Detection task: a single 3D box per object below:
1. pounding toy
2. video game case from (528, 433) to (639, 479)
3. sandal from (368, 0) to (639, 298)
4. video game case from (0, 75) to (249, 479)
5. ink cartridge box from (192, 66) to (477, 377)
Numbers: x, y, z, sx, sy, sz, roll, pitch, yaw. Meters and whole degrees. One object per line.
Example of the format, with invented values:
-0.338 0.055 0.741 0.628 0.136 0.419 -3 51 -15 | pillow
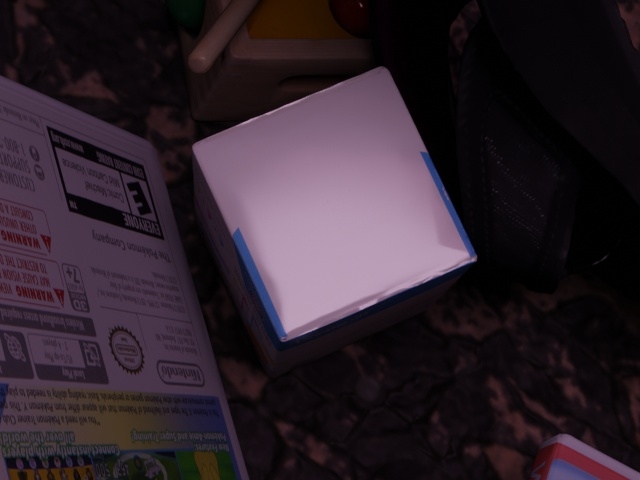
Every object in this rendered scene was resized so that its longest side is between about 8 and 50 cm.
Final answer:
-0.020 -0.121 0.650 0.141 0.100 0.130 -3 71 -24 | pounding toy
0.142 0.251 0.550 0.204 0.025 0.285 29 61 -9 | video game case
0.069 -0.078 0.568 0.107 0.446 0.167 -32 46 8 | sandal
-0.107 0.073 0.450 0.036 0.329 0.300 -22 75 16 | video game case
0.000 0.000 0.596 0.090 0.143 0.092 -23 80 -10 | ink cartridge box
